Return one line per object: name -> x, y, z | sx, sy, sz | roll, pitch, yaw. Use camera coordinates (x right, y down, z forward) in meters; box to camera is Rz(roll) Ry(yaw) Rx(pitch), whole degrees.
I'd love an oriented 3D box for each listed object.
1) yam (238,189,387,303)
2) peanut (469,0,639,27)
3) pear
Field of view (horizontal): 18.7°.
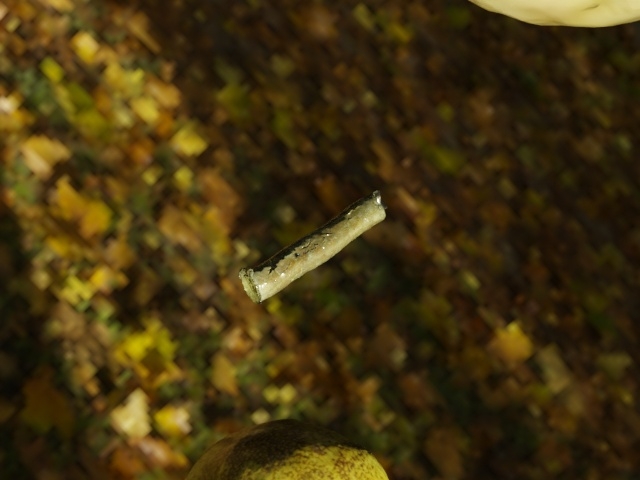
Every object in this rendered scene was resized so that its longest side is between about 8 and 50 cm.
yam -> 0.000, 0.000, 1.386 | 0.027, 0.129, 0.033 | 29, -35, 45
peanut -> 0.121, -0.139, 0.556 | 0.224, 0.129, 0.129 | -24, 66, -22
pear -> -0.033, 0.254, 1.644 | 0.197, 0.197, 0.197 | 40, 22, -20
